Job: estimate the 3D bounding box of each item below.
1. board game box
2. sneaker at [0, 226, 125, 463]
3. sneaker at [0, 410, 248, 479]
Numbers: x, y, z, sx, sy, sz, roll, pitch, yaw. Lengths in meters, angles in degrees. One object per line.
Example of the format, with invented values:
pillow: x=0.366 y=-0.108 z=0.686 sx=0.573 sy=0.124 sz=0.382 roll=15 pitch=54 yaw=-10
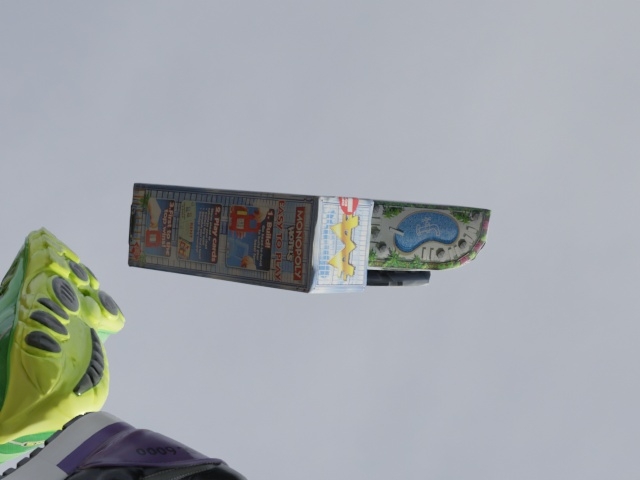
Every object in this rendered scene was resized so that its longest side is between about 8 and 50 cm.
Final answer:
board game box: x=0.000 y=0.000 z=0.982 sx=0.194 sy=0.194 sz=0.060 roll=-171 pitch=-95 yaw=-65
sneaker: x=-0.222 y=0.076 z=1.147 sx=0.123 sy=0.295 sz=0.109 roll=-36 pitch=-77 yaw=6
sneaker: x=-0.132 y=0.183 z=0.797 sx=0.124 sy=0.283 sz=0.107 roll=12 pitch=-60 yaw=23
